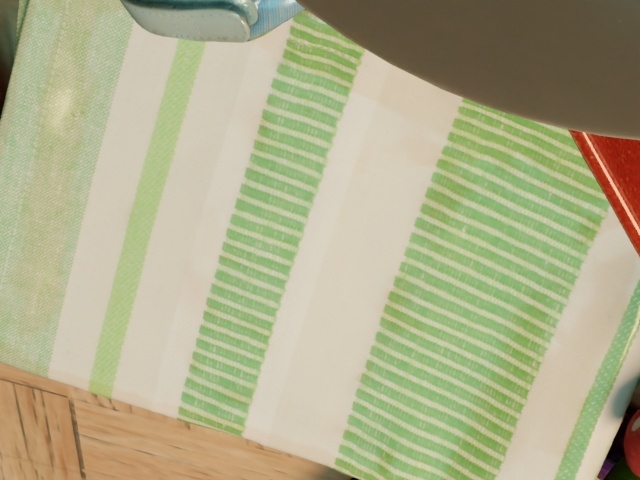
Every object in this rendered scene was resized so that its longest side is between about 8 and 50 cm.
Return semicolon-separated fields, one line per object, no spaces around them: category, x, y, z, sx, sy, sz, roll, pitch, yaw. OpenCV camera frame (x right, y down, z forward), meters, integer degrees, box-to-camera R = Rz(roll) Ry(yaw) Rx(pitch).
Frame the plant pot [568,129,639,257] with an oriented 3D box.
plant pot;0.232;-0.099;0.466;0.267;0.236;0.267;-14;123;35

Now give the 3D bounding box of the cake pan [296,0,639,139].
cake pan;0.064;-0.141;0.313;0.293;0.054;0.293;14;128;19

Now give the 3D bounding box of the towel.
towel;0.000;0.000;0.767;0.324;0.038;0.248;18;117;2

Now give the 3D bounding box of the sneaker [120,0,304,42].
sneaker;-0.109;-0.148;0.612;0.319;0.127;0.208;-3;145;2

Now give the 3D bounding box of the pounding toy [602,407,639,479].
pounding toy;0.226;0.109;0.748;0.237;0.183;0.110;8;128;37

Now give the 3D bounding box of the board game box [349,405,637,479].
board game box;0.108;0.201;1.005;0.208;0.056;0.347;34;139;-6
